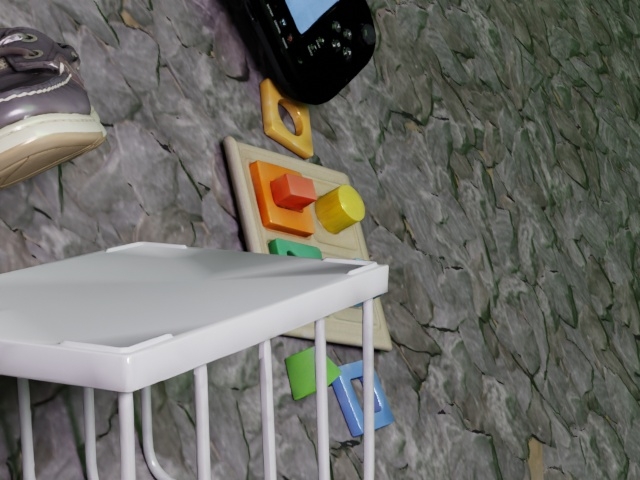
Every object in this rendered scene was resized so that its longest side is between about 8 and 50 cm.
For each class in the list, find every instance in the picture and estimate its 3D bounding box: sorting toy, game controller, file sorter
[{"bbox_3d":[0.000,0.000,1.259,0.196,0.047,0.347,17,53,-53],"label":"sorting toy"},{"bbox_3d":[-0.042,-0.285,1.317,0.319,0.067,0.166,65,29,-20],"label":"game controller"},{"bbox_3d":[-0.106,0.109,0.825,0.278,0.193,0.173,-15,107,-61],"label":"file sorter"}]

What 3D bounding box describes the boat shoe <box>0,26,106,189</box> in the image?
[{"bbox_3d":[-0.189,-0.084,0.873,0.285,0.103,0.092,-109,176,-82],"label":"boat shoe"}]
